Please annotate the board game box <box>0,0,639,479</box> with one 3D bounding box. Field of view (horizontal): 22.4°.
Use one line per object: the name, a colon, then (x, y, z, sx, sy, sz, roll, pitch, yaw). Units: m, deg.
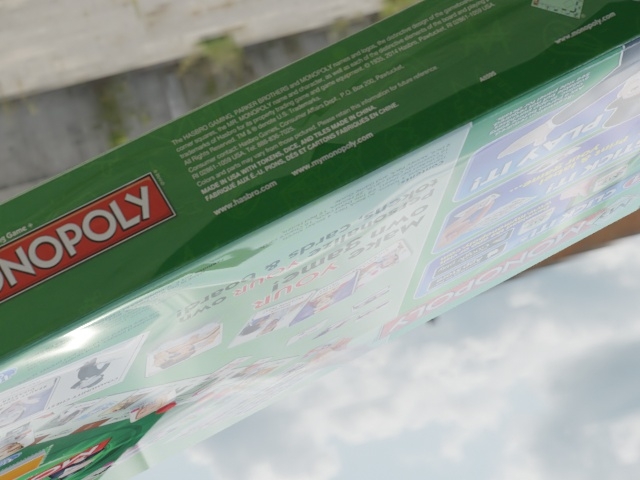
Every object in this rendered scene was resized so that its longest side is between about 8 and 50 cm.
board game box: (0.000, 0.000, 0.566, 0.317, 0.046, 0.213, -27, 164, -15)
